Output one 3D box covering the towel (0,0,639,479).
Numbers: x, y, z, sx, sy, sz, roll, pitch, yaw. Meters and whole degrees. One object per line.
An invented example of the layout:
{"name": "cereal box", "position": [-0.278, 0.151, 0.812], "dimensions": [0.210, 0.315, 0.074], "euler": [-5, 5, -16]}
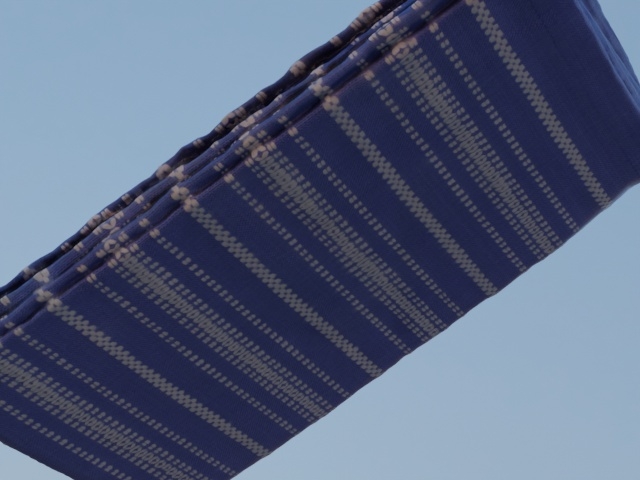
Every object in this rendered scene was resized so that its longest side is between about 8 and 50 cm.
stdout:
{"name": "towel", "position": [0.000, 0.000, 0.893], "dimensions": [0.336, 0.040, 0.243], "euler": [-36, -33, 7]}
